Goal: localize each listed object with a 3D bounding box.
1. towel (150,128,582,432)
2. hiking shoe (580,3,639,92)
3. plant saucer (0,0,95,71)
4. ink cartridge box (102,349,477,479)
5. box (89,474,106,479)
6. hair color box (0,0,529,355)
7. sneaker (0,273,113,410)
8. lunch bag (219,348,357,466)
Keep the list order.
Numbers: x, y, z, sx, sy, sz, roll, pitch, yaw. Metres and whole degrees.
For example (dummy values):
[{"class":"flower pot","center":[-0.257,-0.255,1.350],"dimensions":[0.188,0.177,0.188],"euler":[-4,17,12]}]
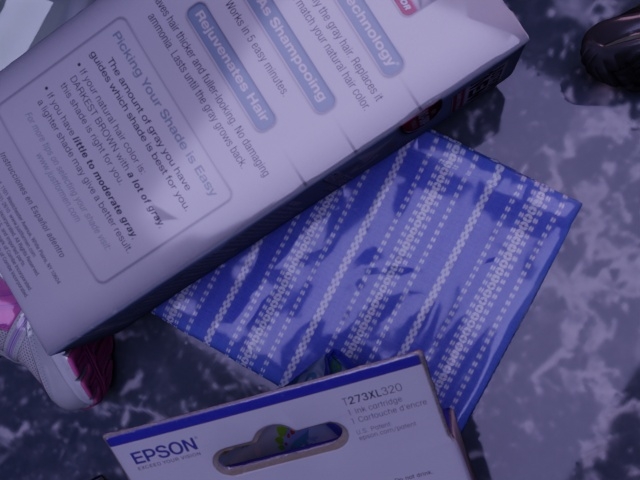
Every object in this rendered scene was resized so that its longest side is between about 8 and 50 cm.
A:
[{"class":"towel","center":[0.000,0.000,0.574],"dimensions":[0.336,0.040,0.243],"euler":[28,94,10]},{"class":"hiking shoe","center":[0.285,-0.189,0.517],"dimensions":[0.226,0.086,0.114],"euler":[-21,70,3]},{"class":"plant saucer","center":[-0.345,-0.232,0.617],"dimensions":[0.400,0.100,0.401],"euler":[0,88,11]},{"class":"ink cartridge box","center":[0.029,0.221,0.458],"dimensions":[0.175,0.069,0.371],"euler":[-17,118,10]},{"class":"box","center":[-0.141,0.265,0.577],"dimensions":[0.169,0.059,0.054],"euler":[34,92,10]},{"class":"hair color box","center":[-0.068,-0.099,0.514],"dimensions":[0.374,0.113,0.185],"euler":[-33,86,9]},{"class":"sneaker","center":[-0.264,0.037,0.575],"dimensions":[0.111,0.103,0.252],"euler":[-33,97,9]},{"class":"lunch bag","center":[0.011,0.175,0.521],"dimensions":[0.151,0.096,0.129],"euler":[46,114,-8]}]
